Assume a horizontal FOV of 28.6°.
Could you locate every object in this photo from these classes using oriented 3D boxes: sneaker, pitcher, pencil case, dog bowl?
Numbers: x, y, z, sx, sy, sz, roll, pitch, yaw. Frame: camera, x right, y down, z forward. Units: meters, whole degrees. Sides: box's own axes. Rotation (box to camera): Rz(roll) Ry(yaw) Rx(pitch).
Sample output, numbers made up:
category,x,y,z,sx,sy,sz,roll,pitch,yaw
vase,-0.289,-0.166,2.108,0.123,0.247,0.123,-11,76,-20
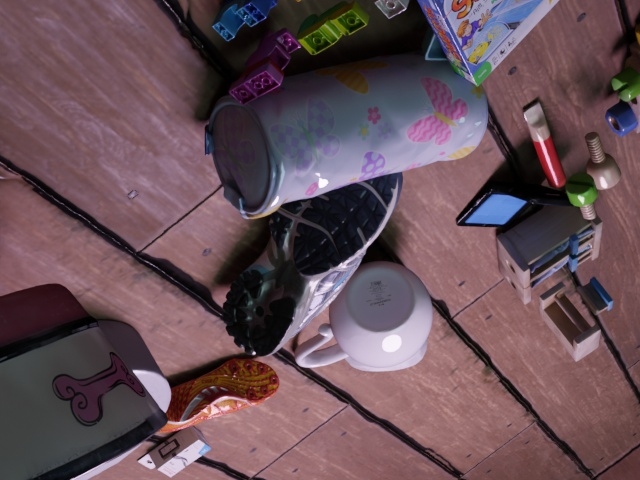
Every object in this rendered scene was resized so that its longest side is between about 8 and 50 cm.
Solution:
category,x,y,z,sx,sy,sz,roll,pitch,yaw
sneaker,-0.132,0.189,1.544,0.175,0.064,0.067,-11,164,-29
pitcher,0.050,0.109,1.558,0.178,0.125,0.207,-17,161,-3
sneaker,0.000,0.000,1.371,0.283,0.110,0.122,-50,166,30
pencil case,0.030,-0.105,1.195,0.273,0.113,0.124,-19,120,-31
dog bowl,-0.340,0.166,1.030,0.408,0.150,0.408,-23,179,0

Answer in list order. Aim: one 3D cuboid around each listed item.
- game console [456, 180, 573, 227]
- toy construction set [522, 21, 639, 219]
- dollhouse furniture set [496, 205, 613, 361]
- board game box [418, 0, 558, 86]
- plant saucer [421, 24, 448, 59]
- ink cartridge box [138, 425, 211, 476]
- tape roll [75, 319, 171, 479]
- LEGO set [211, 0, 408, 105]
category,x,y,z,sx,sy,sz,roll,pitch,yaw
game console,0.254,-0.036,1.598,0.122,0.107,0.071,0,107,-48
toy construction set,0.385,-0.172,1.438,0.309,0.257,0.237,-18,136,14
dollhouse furniture set,0.343,0.055,1.700,0.129,0.183,0.129,-32,156,-5
board game box,0.179,-0.255,1.145,0.201,0.035,0.136,-47,143,-5
plant saucer,0.146,-0.256,1.156,0.067,0.018,0.192,-6,127,-43
ink cartridge box,-0.189,0.278,1.632,0.083,0.028,0.048,-35,151,0
tape roll,-0.274,0.184,1.355,0.219,0.072,0.219,-26,149,-17
LEGO set,-0.003,-0.213,1.031,0.227,0.093,0.087,-24,126,38
